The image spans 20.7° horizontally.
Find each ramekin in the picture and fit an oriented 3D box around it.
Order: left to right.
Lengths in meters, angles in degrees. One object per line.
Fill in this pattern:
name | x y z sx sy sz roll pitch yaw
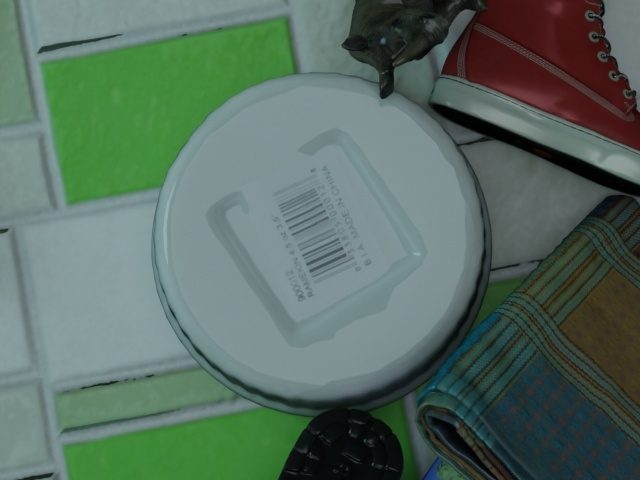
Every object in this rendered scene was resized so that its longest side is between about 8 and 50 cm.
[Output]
ramekin | 0.000 0.000 1.363 0.277 0.135 0.277 0 86 1

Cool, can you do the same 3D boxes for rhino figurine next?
rhino figurine | 0.068 -0.177 1.338 0.106 0.243 0.073 -26 112 19

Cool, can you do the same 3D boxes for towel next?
towel | 0.244 0.120 1.262 0.271 0.370 0.040 42 129 7

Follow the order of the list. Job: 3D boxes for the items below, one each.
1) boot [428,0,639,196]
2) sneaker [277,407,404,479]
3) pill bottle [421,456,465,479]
boot | 0.231 -0.138 1.396 0.244 0.088 0.176 25 85 6
sneaker | -0.034 0.265 1.311 0.107 0.124 0.283 35 60 13
pill bottle | 0.104 0.269 1.301 0.152 0.152 0.272 36 71 3
